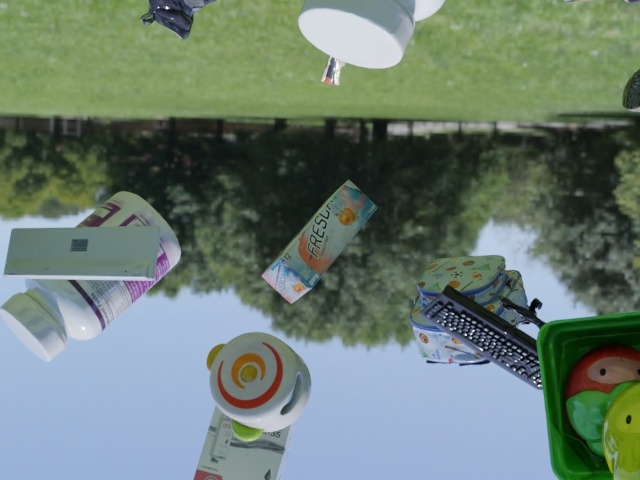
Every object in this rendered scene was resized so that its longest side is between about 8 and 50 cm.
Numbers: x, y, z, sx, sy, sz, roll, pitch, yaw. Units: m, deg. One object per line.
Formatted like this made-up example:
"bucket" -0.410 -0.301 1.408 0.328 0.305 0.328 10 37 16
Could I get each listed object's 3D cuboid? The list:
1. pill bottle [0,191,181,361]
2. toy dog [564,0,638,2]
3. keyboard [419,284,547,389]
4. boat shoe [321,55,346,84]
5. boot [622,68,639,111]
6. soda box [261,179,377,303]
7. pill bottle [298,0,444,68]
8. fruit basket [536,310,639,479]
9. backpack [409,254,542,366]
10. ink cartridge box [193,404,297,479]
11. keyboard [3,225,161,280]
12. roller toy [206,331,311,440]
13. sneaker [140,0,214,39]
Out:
"pill bottle" -0.403 0.066 1.786 0.301 0.169 0.169 -44 -152 -24
"toy dog" 0.566 -0.524 1.923 0.334 0.220 0.161 15 -177 -13
"keyboard" 0.368 0.188 2.027 0.317 0.033 0.201 31 140 -6
"boat shoe" 0.038 -0.396 2.238 0.043 0.137 0.049 17 -133 -3
"boot" 0.746 -0.252 1.949 0.270 0.089 0.236 20 172 -17
"soda box" 0.000 0.000 1.375 0.183 0.058 0.063 -51 -173 -39
"pill bottle" 0.089 -0.374 1.221 0.176 0.318 0.176 20 165 5
"fruit basket" 0.486 0.234 1.434 0.392 0.283 0.392 -4 170 -1
"backpack" 0.328 0.161 2.310 0.277 0.213 0.263 -9 -150 30
"ink cartridge box" -0.191 0.534 2.591 0.207 0.283 0.117 13 163 7
"keyboard" -0.322 0.017 1.367 0.256 0.072 0.014 0 160 27
"roller toy" -0.127 0.290 2.125 0.191 0.209 0.146 -25 152 8
"sneaker" -0.235 -0.478 1.985 0.269 0.153 0.101 -15 -129 -44
